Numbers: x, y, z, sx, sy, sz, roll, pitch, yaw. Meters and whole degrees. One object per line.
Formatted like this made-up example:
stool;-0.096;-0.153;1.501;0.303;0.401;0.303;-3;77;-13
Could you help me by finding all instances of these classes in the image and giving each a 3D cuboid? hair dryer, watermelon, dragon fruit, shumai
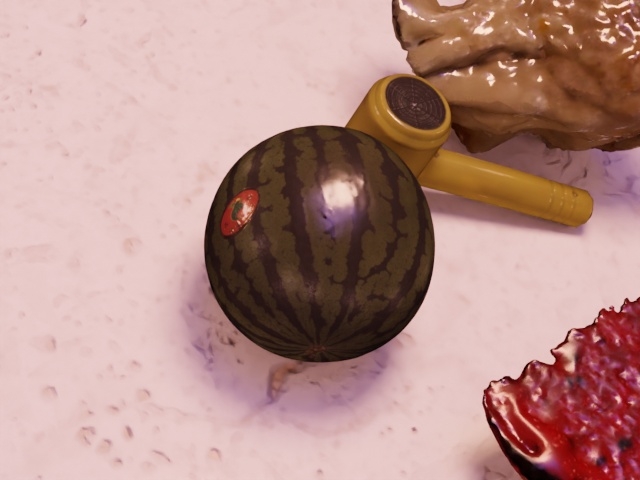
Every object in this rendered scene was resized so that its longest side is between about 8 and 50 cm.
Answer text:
hair dryer;0.151;-0.072;1.420;0.278;0.135;0.090;14;50;-18
watermelon;0.000;0.000;1.260;0.212;0.212;0.212;8;51;-10
dragon fruit;0.323;0.181;1.279;0.343;0.100;0.282;-24;64;-27
shumai;0.207;-0.200;1.428;0.262;0.267;0.314;-17;44;-30
